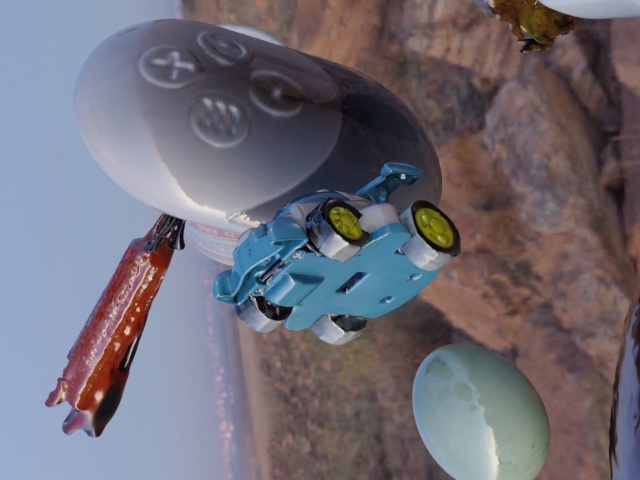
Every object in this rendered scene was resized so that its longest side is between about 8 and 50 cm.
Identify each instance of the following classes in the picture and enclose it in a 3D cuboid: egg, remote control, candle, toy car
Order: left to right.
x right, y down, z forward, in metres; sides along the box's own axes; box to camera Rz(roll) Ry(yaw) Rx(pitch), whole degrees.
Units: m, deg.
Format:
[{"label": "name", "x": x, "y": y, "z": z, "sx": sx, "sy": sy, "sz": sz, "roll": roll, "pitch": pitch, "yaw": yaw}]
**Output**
[{"label": "candle", "x": -0.203, "y": 0.082, "z": 1.114, "sx": 0.059, "sy": 0.084, "sz": 0.302, "roll": 39, "pitch": 111, "yaw": 28}, {"label": "remote control", "x": -0.047, "y": -0.091, "z": 0.933, "sx": 0.103, "sy": 0.332, "sz": 0.221, "roll": 123, "pitch": 155, "yaw": -45}, {"label": "toy car", "x": 0.000, "y": 0.000, "z": 0.730, "sx": 0.126, "sy": 0.161, "sz": 0.098, "roll": -46, "pitch": 51, "yaw": 35}, {"label": "egg", "x": 0.192, "y": 0.213, "z": 1.301, "sx": 0.192, "sy": 0.149, "sz": 0.149, "roll": 58, "pitch": 168, "yaw": 9}]

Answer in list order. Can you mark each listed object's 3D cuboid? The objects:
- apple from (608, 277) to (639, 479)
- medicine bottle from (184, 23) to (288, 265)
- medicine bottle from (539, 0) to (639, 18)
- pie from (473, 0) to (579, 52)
[{"label": "apple", "x": 0.245, "y": 0.074, "z": 0.560, "sx": 0.254, "sy": 0.179, "sz": 0.346, "roll": -68, "pitch": -32, "yaw": -41}, {"label": "medicine bottle", "x": -0.101, "y": -0.103, "z": 1.327, "sx": 0.371, "sy": 0.211, "sz": 0.211, "roll": 92, "pitch": 171, "yaw": -77}, {"label": "medicine bottle", "x": 0.267, "y": -0.235, "z": 0.647, "sx": 0.124, "sy": 0.324, "sz": 0.179, "roll": 12, "pitch": 111, "yaw": 56}, {"label": "pie", "x": 0.189, "y": -0.331, "z": 1.026, "sx": 0.308, "sy": 0.085, "sz": 0.308, "roll": 6, "pitch": -97, "yaw": -58}]
